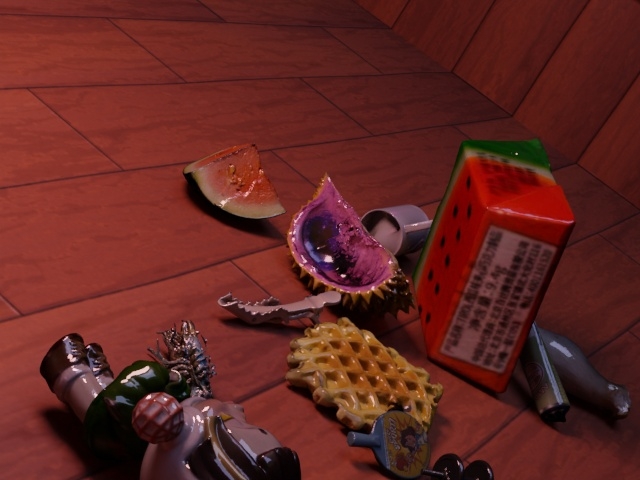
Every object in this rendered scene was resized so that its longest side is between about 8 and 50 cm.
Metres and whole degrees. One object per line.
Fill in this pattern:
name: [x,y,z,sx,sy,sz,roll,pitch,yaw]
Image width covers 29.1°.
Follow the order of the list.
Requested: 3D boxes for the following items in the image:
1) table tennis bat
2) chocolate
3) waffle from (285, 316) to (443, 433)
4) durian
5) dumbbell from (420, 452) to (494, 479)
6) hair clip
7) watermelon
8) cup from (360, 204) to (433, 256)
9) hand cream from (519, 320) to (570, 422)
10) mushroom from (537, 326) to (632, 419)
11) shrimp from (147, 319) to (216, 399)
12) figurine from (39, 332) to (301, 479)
table tennis bat: [0.099,0.288,1.749,0.155,0.019,0.100,15,60,-38]
chocolate: [0.294,0.024,2.178,0.162,0.360,0.341,14,25,-8]
waffle: [0.067,0.212,1.872,0.250,0.056,0.261,34,27,5]
durian: [0.057,0.047,2.115,0.186,0.154,0.260,41,9,-42]
dumbbell: [0.202,0.342,1.758,0.147,0.069,0.069,18,26,-29]
hair clip: [-0.069,0.114,1.918,0.226,0.072,0.034,0,31,-38]
watermelon: [-0.149,-0.092,2.186,0.145,0.137,0.193,65,20,-11]
cup: [0.159,-0.012,2.376,0.136,0.099,0.133,20,15,27]
hand cream: [0.380,0.216,2.180,0.055,0.086,0.235,-6,61,-22]
mushroom: [0.480,0.247,2.281,0.225,0.093,0.116,30,1,8]
shrimp: [-0.180,0.179,1.642,0.082,0.076,0.174,-17,42,-6]
figurine: [-0.167,0.235,1.401,0.370,0.167,0.281,33,-7,26]
